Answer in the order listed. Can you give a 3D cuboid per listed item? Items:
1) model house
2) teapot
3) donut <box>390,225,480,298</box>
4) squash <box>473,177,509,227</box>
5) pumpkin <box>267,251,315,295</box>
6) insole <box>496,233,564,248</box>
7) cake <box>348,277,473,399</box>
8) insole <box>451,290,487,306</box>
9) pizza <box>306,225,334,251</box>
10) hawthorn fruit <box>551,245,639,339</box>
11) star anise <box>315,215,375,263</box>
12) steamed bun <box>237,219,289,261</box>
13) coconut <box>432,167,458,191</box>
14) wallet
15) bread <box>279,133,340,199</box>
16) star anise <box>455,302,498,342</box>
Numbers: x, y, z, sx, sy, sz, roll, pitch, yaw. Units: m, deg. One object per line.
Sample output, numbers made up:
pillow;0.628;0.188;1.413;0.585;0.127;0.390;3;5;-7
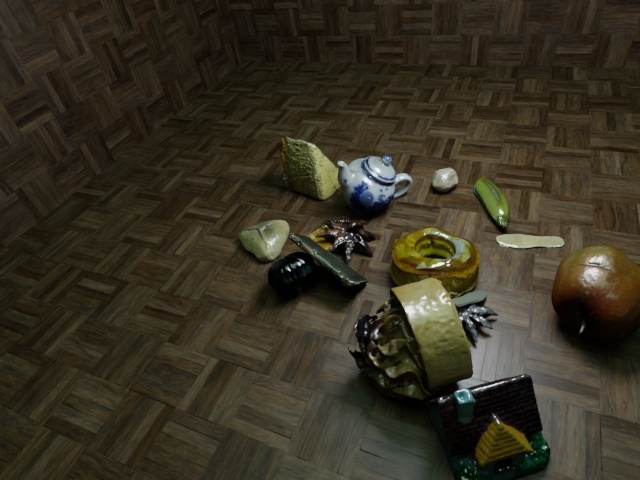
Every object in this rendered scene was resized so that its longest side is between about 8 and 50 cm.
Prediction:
model house;0.444;0.458;1.105;0.280;0.249;0.230;-15;43;-5
teapot;0.231;-0.269;1.901;0.423;0.280;0.253;7;49;-30
donut;0.425;0.068;1.603;0.329;0.160;0.330;-3;36;2
squash;0.750;-0.166;1.847;0.094;0.095;0.341;-8;40;3
pumpkin;-0.110;0.119;1.647;0.150;0.194;0.194;35;54;4
insole;0.829;0.003;1.701;0.247;0.011;0.081;1;43;12
cake;0.243;0.300;1.276;0.320;0.332;0.332;-19;42;0
insole;0.517;0.201;1.488;0.191;0.010;0.063;-9;21;-38
pizza;0.001;0.000;1.844;0.134;0.046;0.175;6;44;15
hawthorn fruit;0.859;0.179;1.322;0.267;0.268;0.301;19;59;29
star anise;0.117;-0.030;1.787;0.271;0.103;0.272;7;45;-7
steamed bun;-0.234;-0.011;1.862;0.231;0.111;0.212;-21;43;-8
coconut;0.568;-0.280;1.988;0.124;0.110;0.110;-28;45;-24
wallet;0.029;0.079;1.639;0.317;0.169;0.044;37;101;22
bread;-0.027;-0.387;2.095;0.248;0.316;0.279;27;44;32
star anise;0.488;0.262;1.449;0.204;0.061;0.181;10;46;20
